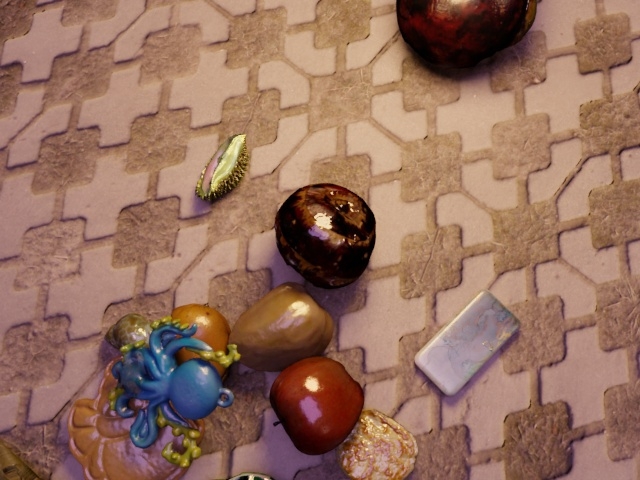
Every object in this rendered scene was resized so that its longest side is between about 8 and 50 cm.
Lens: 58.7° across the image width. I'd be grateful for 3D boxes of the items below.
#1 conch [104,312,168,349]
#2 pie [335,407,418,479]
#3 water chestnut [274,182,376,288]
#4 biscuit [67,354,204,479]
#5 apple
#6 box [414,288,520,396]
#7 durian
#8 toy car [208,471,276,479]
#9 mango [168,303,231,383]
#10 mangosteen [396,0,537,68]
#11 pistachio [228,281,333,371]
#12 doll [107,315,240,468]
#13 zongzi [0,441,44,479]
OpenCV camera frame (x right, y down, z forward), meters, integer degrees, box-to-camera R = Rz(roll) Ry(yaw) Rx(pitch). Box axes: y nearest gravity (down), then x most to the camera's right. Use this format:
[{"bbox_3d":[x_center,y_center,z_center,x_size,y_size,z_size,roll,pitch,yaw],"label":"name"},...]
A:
[{"bbox_3d":[-0.479,0.251,1.478,0.173,0.116,0.106,31,77,5],"label":"conch"},{"bbox_3d":[0.137,0.526,1.423,0.205,0.084,0.179,29,74,10],"label":"pie"},{"bbox_3d":[0.000,0.000,1.488,0.299,0.300,0.300,0,76,0],"label":"water chestnut"},{"bbox_3d":[-0.481,0.476,1.453,0.312,0.057,0.351,-34,78,-9],"label":"biscuit"},{"bbox_3d":[-0.013,0.397,1.394,0.233,0.234,0.234,0,76,0],"label":"apple"},{"bbox_3d":[0.390,0.268,1.511,0.285,0.044,0.142,-43,75,-10],"label":"box"},{"bbox_3d":[-0.268,-0.190,1.602,0.095,0.137,0.221,39,71,-26],"label":"durian"},{"bbox_3d":[-0.185,0.610,1.400,0.224,0.090,0.076,7,72,2],"label":"toy car"},{"bbox_3d":[-0.308,0.281,1.461,0.166,0.136,0.236,1,86,-7],"label":"mango"},{"bbox_3d":[0.413,-0.692,1.595,0.421,0.381,0.381,-35,78,-20],"label":"mangosteen"},{"bbox_3d":[-0.101,0.239,1.458,0.260,0.163,0.213,-34,90,-4],"label":"pistachio"},{"bbox_3d":[-0.359,0.351,1.376,0.341,0.098,0.346,13,96,21],"label":"doll"},{"bbox_3d":[-0.773,0.671,1.379,0.289,0.123,0.260,27,80,17],"label":"zongzi"}]
